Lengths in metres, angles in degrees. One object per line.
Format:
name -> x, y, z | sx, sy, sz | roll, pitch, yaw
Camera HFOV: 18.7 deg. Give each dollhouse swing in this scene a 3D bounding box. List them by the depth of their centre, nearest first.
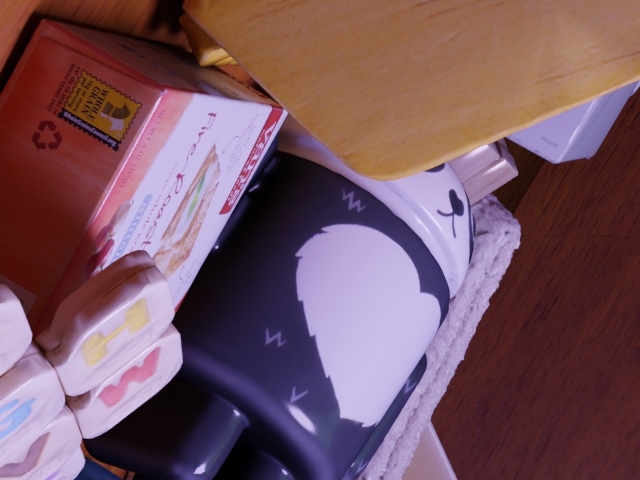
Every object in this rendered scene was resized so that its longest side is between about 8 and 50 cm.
dollhouse swing -> 0.150, -0.039, 0.995 | 0.315, 0.305, 0.347 | -24, -178, 10

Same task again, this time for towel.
towel -> 0.047, 0.045, 1.529 | 0.049, 0.187, 0.282 | -5, 131, -41

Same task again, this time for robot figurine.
robot figurine -> -0.020, 0.044, 1.172 | 0.278, 0.173, 0.209 | -55, 173, -24

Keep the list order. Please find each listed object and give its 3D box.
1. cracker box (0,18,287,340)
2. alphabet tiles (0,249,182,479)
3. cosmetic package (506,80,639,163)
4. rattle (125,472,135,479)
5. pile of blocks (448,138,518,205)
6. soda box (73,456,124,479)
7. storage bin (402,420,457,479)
cracker box -> -0.101, -0.013, 0.899 | 0.156, 0.067, 0.232 | -61, 172, 8
alphabet tiles -> -0.171, 0.114, 0.779 | 0.284, 0.021, 0.278 | -38, 165, -14
cosmetic package -> 0.235, -0.191, 1.891 | 0.197, 0.155, 0.365 | -61, 172, 8
rattle -> -0.130, 0.195, 1.399 | 0.199, 0.130, 0.143 | -33, 179, 41
pile of blocks -> 0.000, 0.000, 1.433 | 0.362, 0.149, 0.113 | -57, -153, 31
soda box -> -0.155, 0.177, 1.181 | 0.067, 0.071, 0.210 | -60, 171, -1
storage bin -> 0.014, 0.268, 1.766 | 0.260, 0.123, 0.262 | -49, 122, -50
